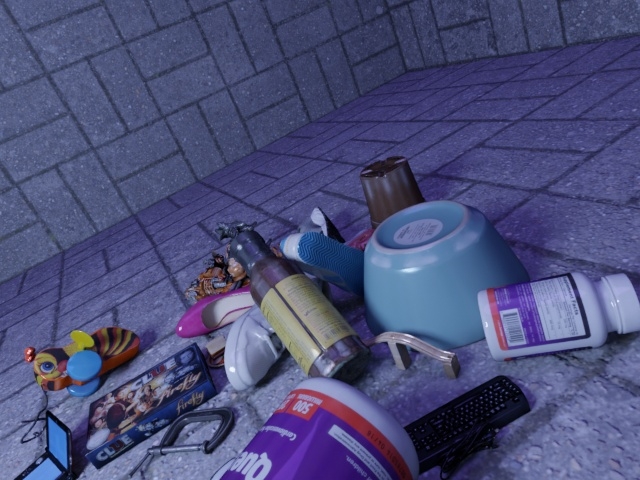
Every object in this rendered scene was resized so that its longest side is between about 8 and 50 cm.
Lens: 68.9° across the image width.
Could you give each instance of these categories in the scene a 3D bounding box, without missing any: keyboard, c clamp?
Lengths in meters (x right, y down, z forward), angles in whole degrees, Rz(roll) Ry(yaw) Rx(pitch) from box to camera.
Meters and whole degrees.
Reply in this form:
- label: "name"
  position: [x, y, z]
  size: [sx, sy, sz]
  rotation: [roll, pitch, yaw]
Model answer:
- label: "keyboard"
  position: [0.184, 0.238, 0.612]
  size: [0.192, 0.038, 0.100]
  rotation: [-28, 24, -6]
- label: "c clamp"
  position: [-0.228, 0.343, 0.802]
  size: [0.160, 0.022, 0.137]
  rotation: [-17, 19, 18]

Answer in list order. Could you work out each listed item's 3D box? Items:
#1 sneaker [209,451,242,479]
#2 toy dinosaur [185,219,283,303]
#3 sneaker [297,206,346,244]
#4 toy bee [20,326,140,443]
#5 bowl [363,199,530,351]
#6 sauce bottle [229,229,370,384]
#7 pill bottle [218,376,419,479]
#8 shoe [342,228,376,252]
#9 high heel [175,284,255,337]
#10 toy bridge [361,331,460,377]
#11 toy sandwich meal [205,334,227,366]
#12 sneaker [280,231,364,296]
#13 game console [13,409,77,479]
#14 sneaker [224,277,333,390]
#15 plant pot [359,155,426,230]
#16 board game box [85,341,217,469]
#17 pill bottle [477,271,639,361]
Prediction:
- label: "sneaker"
  position: [-0.044, 0.310, 0.654]
  size: [0.223, 0.083, 0.098]
  rotation: [-39, 48, -20]
- label: "toy dinosaur"
  position: [-0.206, 0.070, 1.244]
  size: [0.321, 0.164, 0.218]
  rotation: [-7, 39, 3]
- label: "sneaker"
  position: [0.000, 0.000, 1.231]
  size: [0.108, 0.100, 0.271]
  rotation: [-38, 20, 3]
- label: "toy bee"
  position: [-0.568, 0.272, 1.048]
  size: [0.195, 0.162, 0.298]
  rotation: [-56, -10, 18]
- label: "bowl"
  position: [0.205, 0.037, 0.860]
  size: [0.311, 0.163, 0.311]
  rotation: [-19, 24, 9]
- label: "sauce bottle"
  position: [-0.052, 0.108, 0.835]
  size: [0.111, 0.111, 0.344]
  rotation: [-31, 55, -15]
- label: "pill bottle"
  position: [-0.042, 0.313, 0.483]
  size: [0.181, 0.182, 0.323]
  rotation: [0, 33, 43]
- label: "shoe"
  position: [0.104, 0.021, 1.106]
  size: [0.081, 0.064, 0.178]
  rotation: [-9, 23, 41]
- label: "high heel"
  position: [-0.213, 0.164, 1.084]
  size: [0.244, 0.082, 0.117]
  rotation: [-20, 10, -26]
- label: "toy bridge"
  position: [0.128, 0.178, 0.757]
  size: [0.188, 0.063, 0.026]
  rotation: [-1, 32, 41]
- label: "toy sandwich meal"
  position: [-0.210, 0.234, 0.996]
  size: [0.085, 0.029, 0.086]
  rotation: [-20, 24, 9]
- label: "sneaker"
  position: [0.022, 0.045, 0.951]
  size: [0.092, 0.228, 0.087]
  rotation: [2, 64, 54]
- label: "game console"
  position: [-0.514, 0.402, 0.857]
  size: [0.144, 0.085, 0.124]
  rotation: [1, 33, 45]
- label: "sneaker"
  position: [-0.064, 0.162, 0.916]
  size: [0.169, 0.108, 0.292]
  rotation: [-17, 23, 23]
- label: "plant pot"
  position: [0.184, -0.117, 1.197]
  size: [0.166, 0.165, 0.167]
  rotation: [-20, 23, 9]
- label: "board game box"
  position: [-0.336, 0.316, 0.927]
  size: [0.243, 0.042, 0.165]
  rotation: [-30, 24, -14]
- label: "pill bottle"
  position: [0.333, 0.105, 0.663]
  size: [0.193, 0.108, 0.108]
  rotation: [-14, 25, 20]
